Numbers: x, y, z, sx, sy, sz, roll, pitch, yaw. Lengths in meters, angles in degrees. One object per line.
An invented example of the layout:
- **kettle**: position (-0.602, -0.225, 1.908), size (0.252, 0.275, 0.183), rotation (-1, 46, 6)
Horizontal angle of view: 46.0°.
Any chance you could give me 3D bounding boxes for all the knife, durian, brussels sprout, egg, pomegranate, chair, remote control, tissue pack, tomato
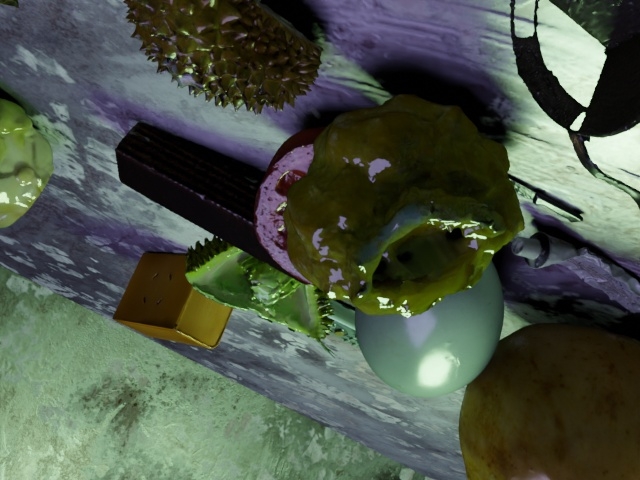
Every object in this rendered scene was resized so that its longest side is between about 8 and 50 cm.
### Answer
- **knife**: position (0.257, -0.063, 0.955), size (0.170, 0.010, 0.023), rotation (28, 153, -7)
- **durian**: position (-0.109, -0.211, 0.816), size (0.249, 0.138, 0.183), rotation (30, 151, -34)
- **brussels sprout**: position (-0.675, -0.145, 1.366), size (0.343, 0.268, 0.344), rotation (13, 156, 6)
- **egg**: position (0.168, 0.111, 1.166), size (0.229, 0.230, 0.371), rotation (19, 152, 12)
- **pomegranate**: position (0.410, 0.304, 1.258), size (0.409, 0.410, 0.410), rotation (20, 159, 8)
- **chair**: position (0.241, -0.147, 0.587), size (0.213, 0.149, 0.174), rotation (32, 160, -11)
- **remote control**: position (0.072, 0.202, 1.739), size (0.296, 0.056, 0.140), rotation (28, 161, -11)
- **tissue pack**: position (-0.350, 0.145, 1.855), size (0.274, 0.195, 0.145), rotation (3, 156, 45)
- **tomato**: position (0.020, -0.058, 1.037), size (0.200, 0.140, 0.233), rotation (20, 124, 0)
- **durian**: position (-0.108, 0.084, 1.475), size (0.355, 0.170, 0.157), rotation (30, 156, -26)

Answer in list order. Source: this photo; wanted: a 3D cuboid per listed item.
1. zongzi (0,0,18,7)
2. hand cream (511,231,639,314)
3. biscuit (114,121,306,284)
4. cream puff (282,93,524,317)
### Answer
- **zongzi**: position (-0.376, -0.332, 0.879), size (0.187, 0.084, 0.184), rotation (3, 166, 33)
- **hand cream**: position (0.371, 0.047, 1.055), size (0.256, 0.050, 0.084), rotation (23, 162, -18)
- **biscuit**: position (-0.156, -0.058, 1.231), size (0.388, 0.073, 0.107), rotation (28, 151, 6)
- **cream puff**: position (0.101, -0.028, 0.844), size (0.281, 0.282, 0.185), rotation (31, -179, -21)
